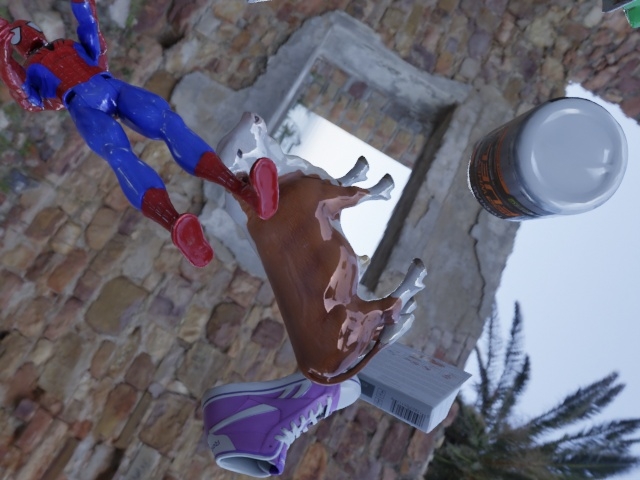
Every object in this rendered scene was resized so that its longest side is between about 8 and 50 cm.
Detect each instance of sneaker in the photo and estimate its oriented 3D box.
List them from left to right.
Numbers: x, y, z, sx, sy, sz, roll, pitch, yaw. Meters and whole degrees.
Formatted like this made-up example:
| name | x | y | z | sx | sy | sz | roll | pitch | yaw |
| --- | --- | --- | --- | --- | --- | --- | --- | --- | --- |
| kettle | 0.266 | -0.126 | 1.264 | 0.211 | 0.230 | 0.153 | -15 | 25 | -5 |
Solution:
| name | x | y | z | sx | sy | sz | roll | pitch | yaw |
| --- | --- | --- | --- | --- | --- | --- | --- | --- | --- |
| sneaker | -0.048 | 0.313 | 0.995 | 0.161 | 0.282 | 0.102 | -116 | -156 | -47 |

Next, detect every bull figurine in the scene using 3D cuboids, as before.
| name | x | y | z | sx | sy | sz | roll | pitch | yaw |
| --- | --- | --- | --- | --- | --- | --- | --- | --- | --- |
| bull figurine | 0.000 | 0.000 | 0.661 | 0.188 | 0.310 | 0.101 | -20 | -172 | -16 |

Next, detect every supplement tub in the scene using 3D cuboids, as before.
| name | x | y | z | sx | sy | sz | roll | pitch | yaw |
| --- | --- | --- | --- | --- | --- | --- | --- | --- | --- |
| supplement tub | 0.417 | -0.143 | 1.160 | 0.207 | 0.207 | 0.338 | -61 | -178 | -2 |

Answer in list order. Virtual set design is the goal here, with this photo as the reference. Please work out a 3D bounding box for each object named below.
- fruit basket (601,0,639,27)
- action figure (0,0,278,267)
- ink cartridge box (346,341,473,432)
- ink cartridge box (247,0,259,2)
| name | x | y | z | sx | sy | sz | roll | pitch | yaw |
| --- | --- | --- | --- | --- | --- | --- | --- | --- | --- |
| fruit basket | 0.452 | -0.381 | 0.574 | 0.353 | 0.165 | 0.327 | -28 | -155 | 44 |
| action figure | -0.152 | -0.115 | 0.393 | 0.091 | 0.280 | 0.139 | -38 | 146 | -24 |
| ink cartridge box | 0.173 | 0.276 | 1.161 | 0.232 | 0.189 | 0.066 | 2 | 106 | -60 |
| ink cartridge box | -0.080 | -0.359 | 0.501 | 0.066 | 0.261 | 0.296 | -169 | -109 | -86 |
